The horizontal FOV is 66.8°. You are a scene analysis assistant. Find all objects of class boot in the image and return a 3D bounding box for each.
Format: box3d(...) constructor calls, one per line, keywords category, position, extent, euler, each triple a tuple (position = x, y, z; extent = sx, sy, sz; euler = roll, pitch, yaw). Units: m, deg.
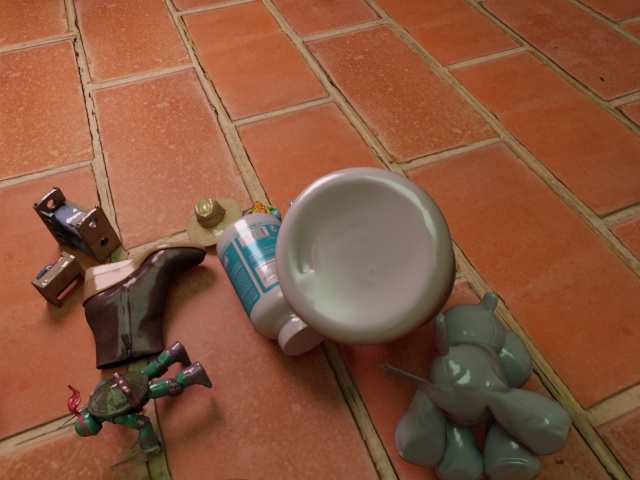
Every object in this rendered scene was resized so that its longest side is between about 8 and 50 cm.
box3d(category="boot", position=(-0.324, 0.122, 0.941), extent=(0.249, 0.090, 0.206), euler=(-16, 65, -13))

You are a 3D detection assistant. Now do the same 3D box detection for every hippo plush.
box3d(category="hippo plush", position=(0.224, 0.221, 0.783), extent=(0.294, 0.234, 0.236), euler=(40, 27, -4))

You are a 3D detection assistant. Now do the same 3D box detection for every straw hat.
box3d(category="straw hat", position=(-0.244, -0.062, 1.059), extent=(0.145, 0.061, 0.144), euler=(-11, 48, 12))

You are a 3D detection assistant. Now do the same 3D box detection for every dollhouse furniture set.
box3d(category="dollhouse furniture set", position=(-0.535, 0.009, 0.985), extent=(0.129, 0.128, 0.183), euler=(21, 55, 17))

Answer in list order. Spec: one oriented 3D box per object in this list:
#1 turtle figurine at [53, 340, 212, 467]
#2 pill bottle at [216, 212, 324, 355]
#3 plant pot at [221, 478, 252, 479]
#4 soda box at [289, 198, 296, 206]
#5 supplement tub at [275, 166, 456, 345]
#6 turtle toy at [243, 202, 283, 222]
box3d(category="turtle figurine", position=(-0.308, 0.266, 0.794), extent=(0.234, 0.118, 0.175), euler=(-31, 57, -28))
box3d(category="pill bottle", position=(-0.085, 0.082, 0.910), extent=(0.146, 0.146, 0.264), euler=(-23, 55, -16))
box3d(category="plant pot", position=(-0.133, 0.460, 0.683), extent=(0.237, 0.032, 0.236), euler=(-1, 51, 1))
box3d(category="soda box", position=(0.000, 0.000, 1.024), extent=(0.071, 0.067, 0.210), euler=(-16, 53, -12))
box3d(category="supplement tub", position=(0.089, 0.035, 0.758), extent=(0.236, 0.325, 0.235), euler=(-2, 82, 17))
box3d(category="turtle toy", position=(-0.134, -0.032, 1.051), extent=(0.095, 0.066, 0.130), euler=(24, 56, 19))
